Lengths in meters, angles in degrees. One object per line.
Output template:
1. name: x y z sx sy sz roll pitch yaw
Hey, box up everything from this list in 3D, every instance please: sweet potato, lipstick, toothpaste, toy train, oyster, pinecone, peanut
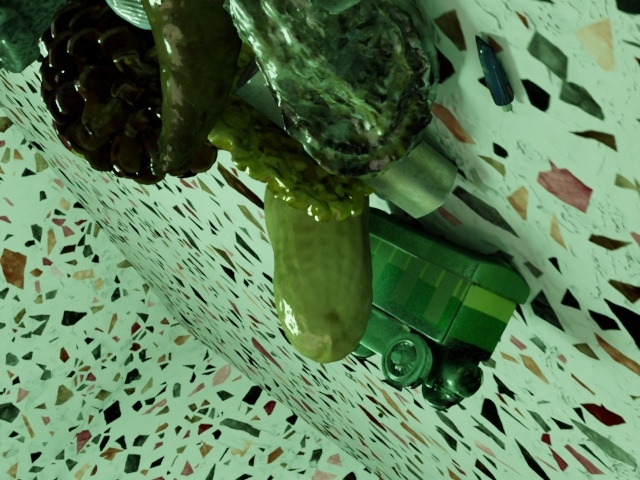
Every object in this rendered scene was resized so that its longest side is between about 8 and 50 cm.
1. sweet potato: -0.138 -0.270 1.032 0.130 0.131 0.422 27 130 49
2. lipstick: 0.033 -0.122 1.165 0.253 0.077 0.079 36 147 -16
3. toothpaste: 0.158 -0.149 0.971 0.083 0.019 0.027 59 -176 -40
4. toy train: 0.110 0.081 1.372 0.120 0.202 0.301 25 -179 -41
5. oyster: 0.001 -0.215 1.003 0.350 0.162 0.158 63 -178 -24
6. pinecone: -0.246 -0.202 1.472 0.298 0.242 0.296 41 173 -24
7. peanut: 0.000 0.000 1.341 0.147 0.148 0.318 87 178 -68

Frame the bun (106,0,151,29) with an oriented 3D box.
1. bun: -0.201 -0.325 1.306 0.141 0.083 0.140 9 131 10

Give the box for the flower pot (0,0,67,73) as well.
1. flower pot: -0.482 -0.381 1.541 0.299 0.283 0.299 44 167 13

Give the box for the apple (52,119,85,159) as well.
1. apple: -0.430 -0.247 2.038 0.147 0.156 0.158 43 136 5

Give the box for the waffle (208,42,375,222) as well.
1. waffle: -0.037 -0.126 1.220 0.245 0.052 0.254 40 -150 -6
